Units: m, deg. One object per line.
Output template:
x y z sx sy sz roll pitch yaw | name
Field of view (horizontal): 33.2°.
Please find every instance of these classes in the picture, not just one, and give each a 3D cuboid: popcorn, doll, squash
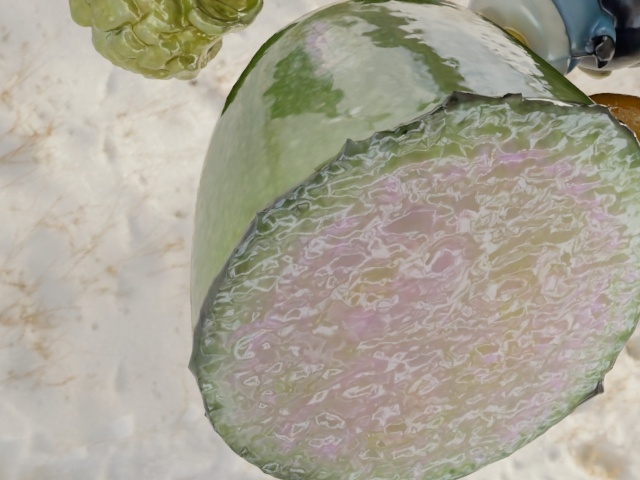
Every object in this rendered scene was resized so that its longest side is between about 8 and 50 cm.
-0.167 -0.293 1.182 0.181 0.217 0.234 21 74 -45 | popcorn
0.256 -0.209 0.917 0.314 0.177 0.141 -26 130 -19 | doll
0.026 -0.039 0.739 0.310 0.310 0.308 24 23 -37 | squash

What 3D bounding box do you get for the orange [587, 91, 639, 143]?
0.233 -0.044 0.878 0.156 0.156 0.124 31 34 -33 | orange
